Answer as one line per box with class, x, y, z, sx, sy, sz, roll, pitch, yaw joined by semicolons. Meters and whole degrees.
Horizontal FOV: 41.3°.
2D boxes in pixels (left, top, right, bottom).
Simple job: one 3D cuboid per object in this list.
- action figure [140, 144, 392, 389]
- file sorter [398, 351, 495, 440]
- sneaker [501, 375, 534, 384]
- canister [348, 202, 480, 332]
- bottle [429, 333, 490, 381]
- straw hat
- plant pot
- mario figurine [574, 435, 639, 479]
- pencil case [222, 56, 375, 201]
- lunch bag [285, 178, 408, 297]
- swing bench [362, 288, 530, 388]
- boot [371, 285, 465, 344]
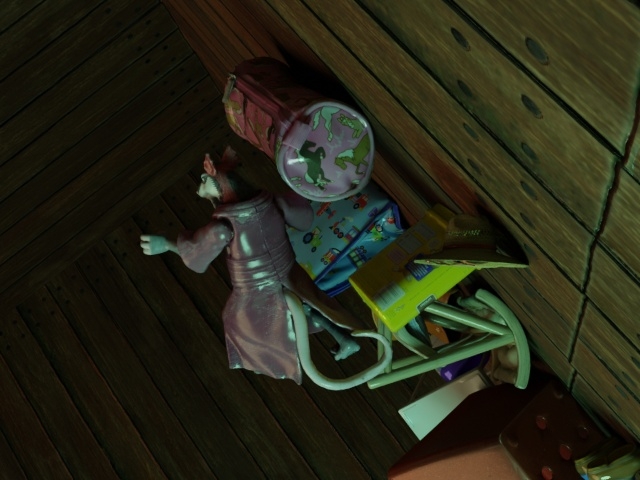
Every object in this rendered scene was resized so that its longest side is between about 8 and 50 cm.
action figure;-0.094;0.042;1.243;0.276;0.248;0.370;28;143;61
file sorter;0.331;0.363;1.677;0.277;0.193;0.173;53;-150;-4
sneaker;0.397;0.306;1.557;0.152;0.058;0.084;48;-175;-26
canister;0.134;0.038;1.182;0.073;0.170;0.126;53;177;-31
bottle;0.253;0.193;1.892;0.092;0.118;0.283;22;-159;-45
straw hat;0.179;-0.001;1.019;0.144;0.144;0.061;83;-170;-85
plant pot;0.323;0.375;1.373;0.267;0.267;0.236;51;140;10
mario figurine;0.500;0.424;1.194;0.198;0.170;0.320;-23;-97;-55
pencil case;-0.045;-0.190;1.382;0.386;0.167;0.160;-133;38;-59
lunch bag;0.000;0.000;1.657;0.221;0.293;0.138;49;177;47
swing bench;0.200;0.159;1.417;0.253;0.255;0.165;82;-172;-83
boot;0.204;0.157;1.730;0.211;0.104;0.295;44;152;39
